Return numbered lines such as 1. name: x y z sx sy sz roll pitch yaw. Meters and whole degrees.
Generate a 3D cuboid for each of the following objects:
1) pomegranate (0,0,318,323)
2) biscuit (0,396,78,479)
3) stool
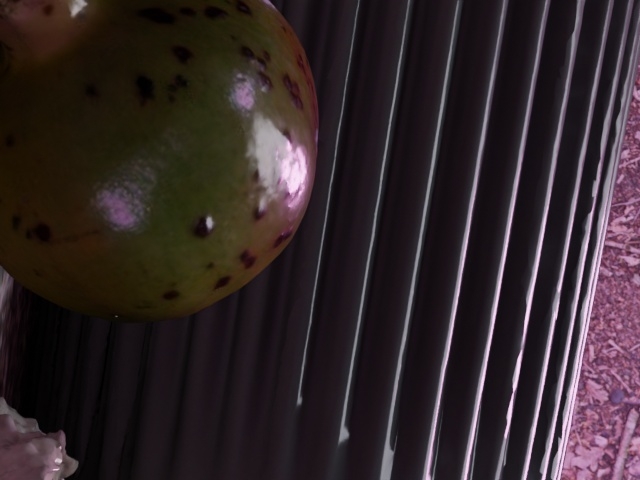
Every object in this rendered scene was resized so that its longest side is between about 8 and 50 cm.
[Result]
1. pomegranate: -0.057 -0.038 0.536 0.130 0.130 0.130 -174 -90 -87
2. biscuit: -0.120 0.150 0.621 0.265 0.040 0.188 101 -4 -65
3. stool: 0.000 0.000 0.842 0.297 0.297 0.330 104 -4 -72
